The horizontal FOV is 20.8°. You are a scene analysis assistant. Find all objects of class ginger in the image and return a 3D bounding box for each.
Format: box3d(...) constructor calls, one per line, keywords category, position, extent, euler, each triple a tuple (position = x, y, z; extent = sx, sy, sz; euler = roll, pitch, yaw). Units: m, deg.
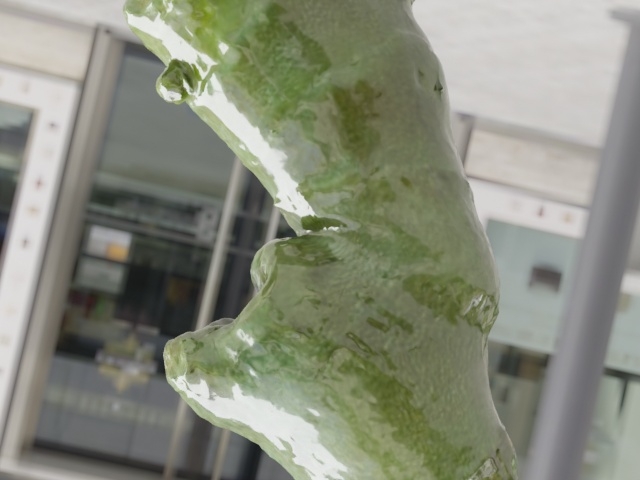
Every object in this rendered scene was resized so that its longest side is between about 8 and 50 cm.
box3d(category="ginger", position=(0.002, 0.004, 0.694), extent=(0.137, 0.290, 0.089), euler=(-7, -177, -2))
